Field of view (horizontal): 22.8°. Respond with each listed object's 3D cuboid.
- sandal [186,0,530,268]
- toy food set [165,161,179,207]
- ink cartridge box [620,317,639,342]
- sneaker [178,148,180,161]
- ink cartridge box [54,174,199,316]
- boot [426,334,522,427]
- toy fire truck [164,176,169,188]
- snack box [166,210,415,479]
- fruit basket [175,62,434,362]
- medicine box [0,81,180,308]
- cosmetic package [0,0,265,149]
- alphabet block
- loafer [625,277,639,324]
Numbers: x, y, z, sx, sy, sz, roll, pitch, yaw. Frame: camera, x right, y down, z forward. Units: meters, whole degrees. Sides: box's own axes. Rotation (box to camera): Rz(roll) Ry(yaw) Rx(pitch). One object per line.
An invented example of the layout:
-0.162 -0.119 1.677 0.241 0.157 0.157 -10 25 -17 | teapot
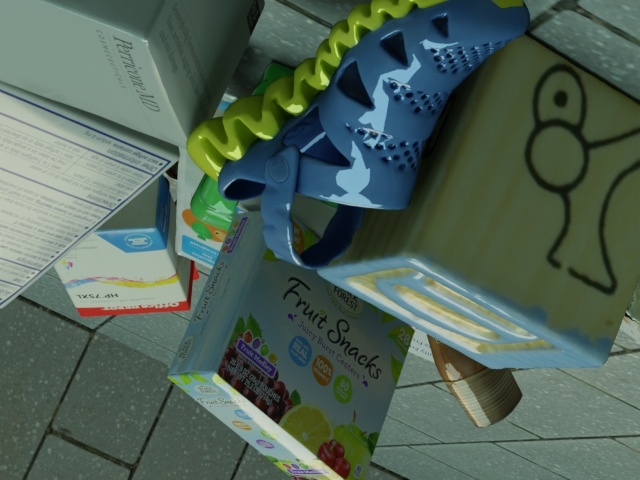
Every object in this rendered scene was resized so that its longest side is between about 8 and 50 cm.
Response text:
0.038 -0.082 1.152 0.126 0.138 0.317 -10 163 -43 | sandal
-0.208 -0.092 1.775 0.232 0.111 0.104 25 166 -21 | toy food set
0.381 0.094 1.656 0.224 0.056 0.181 39 174 25 | ink cartridge box
-0.207 -0.113 1.682 0.232 0.115 0.090 27 167 -10 | sneaker
-0.220 0.018 1.786 0.134 0.078 0.231 -4 148 7 | ink cartridge box
0.144 0.056 1.418 0.073 0.197 0.152 -21 105 25 | boot
-0.308 -0.091 1.947 0.217 0.158 0.246 30 -158 -19 | toy fire truck
-0.021 0.099 1.413 0.070 0.174 0.207 -7 139 41 | snack box
0.000 0.000 1.559 0.327 0.165 0.353 23 146 5 | fruit basket
-0.332 -0.092 1.500 0.289 0.149 0.263 -37 143 28 | medicine box
-0.250 -0.230 1.223 0.385 0.156 0.217 22 164 14 | cosmetic package
0.141 -0.026 1.249 0.192 0.197 0.193 30 165 -19 | alphabet block
0.231 0.027 1.516 0.102 0.092 0.268 34 163 -36 | loafer
